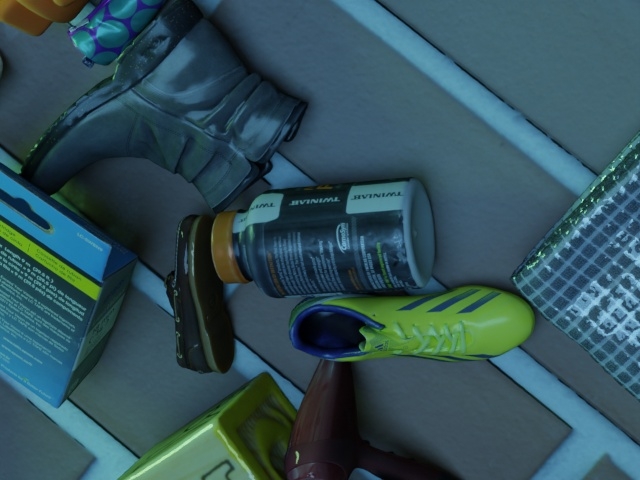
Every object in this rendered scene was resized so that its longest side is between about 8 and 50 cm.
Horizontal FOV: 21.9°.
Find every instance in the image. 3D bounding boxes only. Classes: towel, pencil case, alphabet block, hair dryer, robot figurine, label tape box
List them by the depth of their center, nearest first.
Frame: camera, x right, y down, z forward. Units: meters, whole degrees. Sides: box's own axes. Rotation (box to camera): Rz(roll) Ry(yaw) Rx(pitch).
[{"bbox_3d":[0.381,0.019,1.808,0.235,0.121,0.284,42,112,3],"label":"towel"},{"bbox_3d":[-0.298,-0.341,1.923,0.128,0.158,0.219,38,107,-11],"label":"robot figurine"},{"bbox_3d":[-0.233,-0.275,1.955,0.152,0.070,0.064,-45,45,21],"label":"pencil case"},{"bbox_3d":[0.055,0.267,1.964,0.080,0.223,0.293,-35,75,44],"label":"hair dryer"},{"bbox_3d":[-0.349,0.016,1.976,0.240,0.106,0.334,34,137,6],"label":"label tape box"},{"bbox_3d":[-0.111,0.308,2.000,0.197,0.192,0.193,-35,93,23],"label":"alphabet block"}]

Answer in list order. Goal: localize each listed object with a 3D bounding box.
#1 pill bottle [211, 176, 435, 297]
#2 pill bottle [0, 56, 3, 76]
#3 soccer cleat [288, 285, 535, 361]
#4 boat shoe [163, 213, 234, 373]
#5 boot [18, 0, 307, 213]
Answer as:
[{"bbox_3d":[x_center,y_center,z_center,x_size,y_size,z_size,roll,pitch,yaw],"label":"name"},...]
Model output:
[{"bbox_3d":[0.000,0.000,1.917,0.245,0.130,0.130,-4,102,18],"label":"pill bottle"},{"bbox_3d":[-0.497,-0.175,2.036,0.208,0.117,0.117,-42,89,22],"label":"pill bottle"},{"bbox_3d":[0.101,0.106,1.917,0.289,0.121,0.093,0,103,17],"label":"soccer cleat"},{"bbox_3d":[-0.157,0.066,2.009,0.073,0.073,0.207,6,111,28],"label":"boat shoe"},{"bbox_3d":[-0.192,-0.106,1.967,0.223,0.118,0.338,45,120,-8],"label":"boot"}]
